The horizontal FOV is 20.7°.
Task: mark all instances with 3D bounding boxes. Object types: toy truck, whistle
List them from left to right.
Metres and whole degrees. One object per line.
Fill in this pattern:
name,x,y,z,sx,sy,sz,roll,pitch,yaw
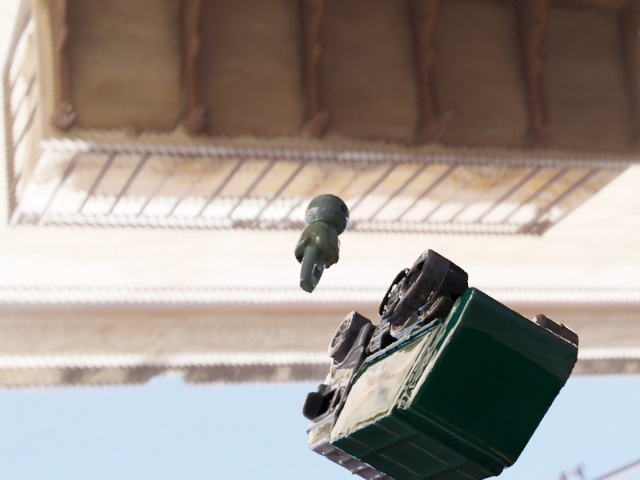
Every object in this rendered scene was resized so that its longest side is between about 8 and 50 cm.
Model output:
whistle,0.000,0.000,1.299,0.035,0.035,0.100,26,-136,-9
toy truck,0.073,0.093,1.135,0.114,0.253,0.124,31,-116,-10
